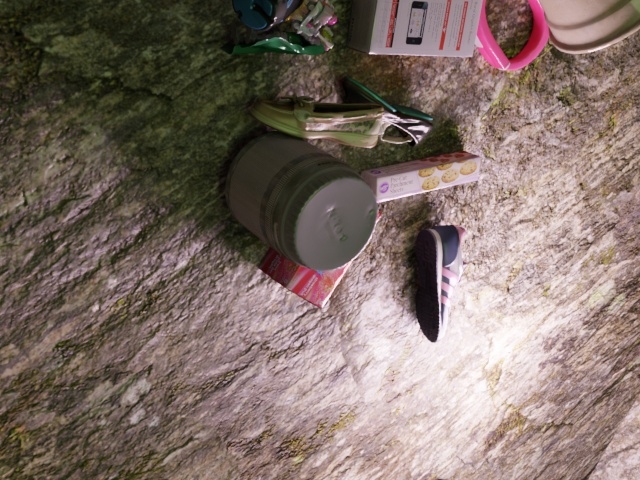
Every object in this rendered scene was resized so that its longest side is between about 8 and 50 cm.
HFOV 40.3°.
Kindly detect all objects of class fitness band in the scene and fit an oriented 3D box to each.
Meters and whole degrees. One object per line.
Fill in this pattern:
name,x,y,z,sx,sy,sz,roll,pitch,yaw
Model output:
fitness band,0.446,-0.530,2.052,0.209,0.054,0.291,-51,132,-6

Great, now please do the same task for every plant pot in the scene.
plant pot,0.564,-0.635,1.898,0.305,0.334,0.334,39,85,-29

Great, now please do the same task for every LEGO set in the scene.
LEGO set,0.019,-0.470,1.693,0.107,0.132,0.287,40,47,-23

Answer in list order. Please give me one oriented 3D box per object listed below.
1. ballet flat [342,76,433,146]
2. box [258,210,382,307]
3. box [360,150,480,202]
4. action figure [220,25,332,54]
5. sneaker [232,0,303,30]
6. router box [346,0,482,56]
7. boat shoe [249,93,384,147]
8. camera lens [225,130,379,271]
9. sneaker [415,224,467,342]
ballet flat,0.142,-0.269,1.922,0.280,0.095,0.096,17,108,-40
box,0.000,0.000,1.916,0.128,0.122,0.257,34,88,-42
box,0.241,-0.154,2.064,0.324,0.063,0.067,-13,116,-32
action figure,-0.064,-0.391,1.709,0.232,0.137,0.063,-7,102,-44
sneaker,-0.086,-0.540,1.485,0.139,0.125,0.341,-39,141,-51
router box,0.219,-0.563,1.847,0.301,0.082,0.335,-6,114,-35
boat shoe,-0.006,-0.260,1.785,0.285,0.104,0.089,6,115,-28
camera lens,-0.045,-0.083,1.739,0.219,0.274,0.219,-18,124,-29
sneaker,0.319,0.110,2.212,0.131,0.112,0.319,-15,120,-27
